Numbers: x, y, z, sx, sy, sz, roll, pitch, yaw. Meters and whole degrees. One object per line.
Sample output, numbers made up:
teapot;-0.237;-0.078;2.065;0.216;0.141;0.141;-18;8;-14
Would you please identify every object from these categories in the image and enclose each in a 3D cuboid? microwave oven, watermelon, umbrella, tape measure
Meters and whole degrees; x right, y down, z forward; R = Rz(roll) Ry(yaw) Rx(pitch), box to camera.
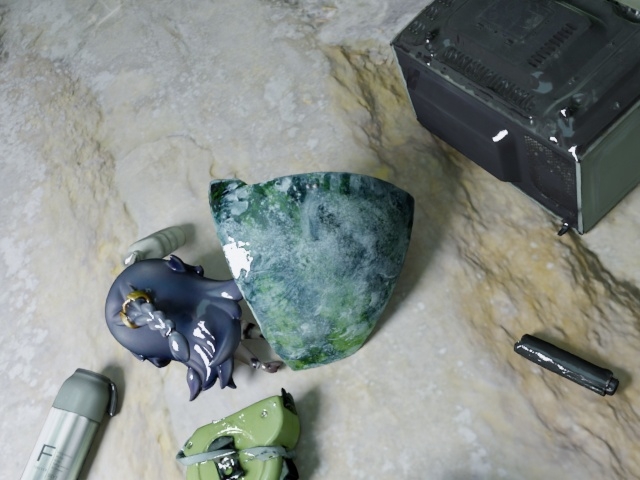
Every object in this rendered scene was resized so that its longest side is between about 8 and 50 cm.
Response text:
microwave oven;0.315;-0.234;0.975;0.286;0.218;0.355;-41;55;-5
watermelon;0.000;0.000;0.999;0.290;0.214;0.319;-35;99;-4
umbrella;0.311;0.156;0.872;0.133;0.031;0.036;26;77;31
tape measure;-0.109;0.304;0.932;0.178;0.087;0.154;-25;57;11

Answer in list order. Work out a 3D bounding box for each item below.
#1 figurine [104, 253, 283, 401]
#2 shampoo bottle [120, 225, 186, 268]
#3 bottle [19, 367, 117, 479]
figurine;-0.198;0.118;1.028;0.265;0.197;0.175;1;50;33
shampoo bottle;-0.285;0.017;1.134;0.077;0.152;0.045;-17;102;20
bottle;-0.389;0.325;1.046;0.096;0.079;0.253;21;67;-10
